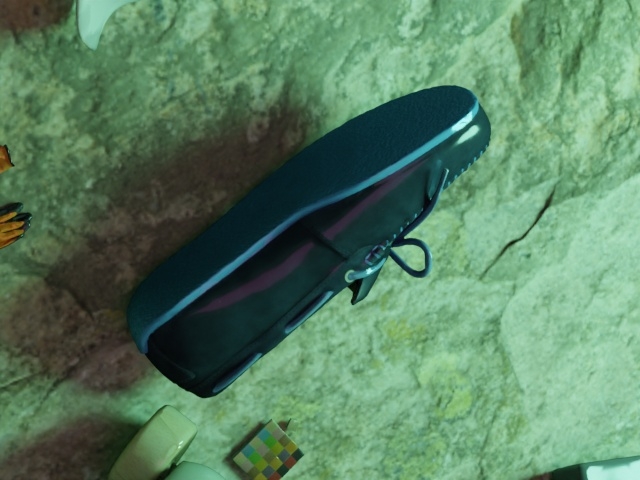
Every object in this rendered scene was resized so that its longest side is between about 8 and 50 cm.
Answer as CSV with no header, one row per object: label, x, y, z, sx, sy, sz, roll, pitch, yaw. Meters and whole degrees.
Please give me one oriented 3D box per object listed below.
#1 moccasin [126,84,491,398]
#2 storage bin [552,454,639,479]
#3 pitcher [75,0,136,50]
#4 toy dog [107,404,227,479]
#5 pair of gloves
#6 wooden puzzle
moccasin,0.000,0.000,1.076,0.342,0.138,0.117,-34,117,2
storage bin,0.290,0.262,1.268,0.135,0.098,0.091,-2,75,-22
pitcher,-0.112,-0.260,0.962,0.207,0.125,0.178,-23,112,-6
toy dog,-0.162,0.299,1.020,0.220,0.161,0.334,18,89,9
pair of gloves,-0.268,-0.030,1.004,0.074,0.010,0.083,-21,108,-17
wooden puzzle,-0.047,0.193,1.148,0.083,0.006,0.049,-44,114,-9
